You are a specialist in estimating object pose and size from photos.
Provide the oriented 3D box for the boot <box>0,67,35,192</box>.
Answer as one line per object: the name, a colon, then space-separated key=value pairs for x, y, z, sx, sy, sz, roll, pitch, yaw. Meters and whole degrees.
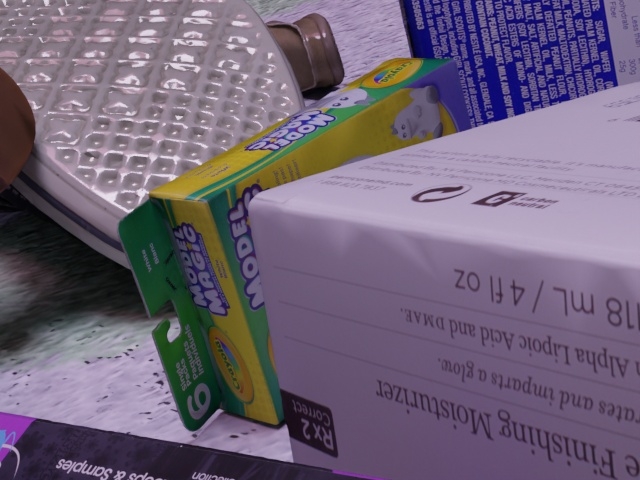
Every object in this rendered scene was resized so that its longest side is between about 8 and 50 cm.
boot: x=-0.267 y=0.030 z=0.668 sx=0.220 sy=0.109 sz=0.283 roll=-30 pitch=23 yaw=27

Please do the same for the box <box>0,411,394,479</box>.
box: x=-0.015 y=0.097 z=0.374 sx=0.162 sy=0.116 sz=0.029 roll=1 pitch=46 yaw=39

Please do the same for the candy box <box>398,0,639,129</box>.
candy box: x=0.230 y=-0.155 z=0.822 sx=0.317 sy=0.122 sz=0.268 roll=-7 pitch=23 yaw=19

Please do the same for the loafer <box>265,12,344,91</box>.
loafer: x=-0.027 y=-0.129 z=1.038 sx=0.050 sy=0.056 sz=0.148 roll=-24 pitch=12 yaw=-18

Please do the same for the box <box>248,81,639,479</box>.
box: x=0.107 y=0.028 z=0.409 sx=0.182 sy=0.119 sz=0.181 roll=-18 pitch=15 yaw=-32

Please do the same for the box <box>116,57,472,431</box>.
box: x=0.000 y=0.000 z=0.621 sx=0.179 sy=0.105 sz=0.043 roll=-32 pitch=26 yaw=-35

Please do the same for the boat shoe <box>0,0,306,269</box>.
boat shoe: x=-0.161 y=-0.091 z=0.908 sx=0.187 sy=0.156 sz=0.500 roll=-24 pitch=38 yaw=-26
